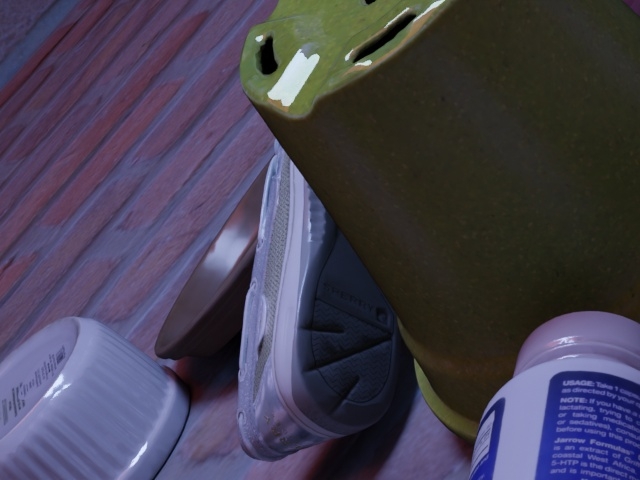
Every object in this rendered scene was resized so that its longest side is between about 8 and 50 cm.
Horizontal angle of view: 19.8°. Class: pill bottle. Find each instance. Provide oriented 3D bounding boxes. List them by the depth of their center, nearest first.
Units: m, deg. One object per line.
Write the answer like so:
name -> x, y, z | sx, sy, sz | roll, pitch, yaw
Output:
pill bottle -> 0.127, 0.123, 0.891 | 0.112, 0.112, 0.187 | -32, 23, 32

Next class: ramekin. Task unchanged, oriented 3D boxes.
ramekin -> -0.218, 0.158, 1.509 | 0.207, 0.109, 0.207 | -39, 20, 17

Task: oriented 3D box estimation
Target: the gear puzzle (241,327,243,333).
gear puzzle -> 0.049, 0.019, 1.364 | 0.339, 0.044, 0.175 | -31, 33, 42

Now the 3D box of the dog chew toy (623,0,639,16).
dog chew toy -> 0.103, -0.200, 1.433 | 0.207, 0.206, 0.332 | -52, 24, -21

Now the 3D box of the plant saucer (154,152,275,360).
plant saucer -> -0.045, -0.010, 1.523 | 0.278, 0.041, 0.278 | -53, 10, 13

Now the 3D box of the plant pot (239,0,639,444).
plant pot -> 0.098, -0.062, 1.048 | 0.276, 0.254, 0.276 | -30, 33, 22

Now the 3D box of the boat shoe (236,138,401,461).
boat shoe -> 0.002, 0.002, 1.281 | 0.103, 0.118, 0.320 | -32, 41, 42
